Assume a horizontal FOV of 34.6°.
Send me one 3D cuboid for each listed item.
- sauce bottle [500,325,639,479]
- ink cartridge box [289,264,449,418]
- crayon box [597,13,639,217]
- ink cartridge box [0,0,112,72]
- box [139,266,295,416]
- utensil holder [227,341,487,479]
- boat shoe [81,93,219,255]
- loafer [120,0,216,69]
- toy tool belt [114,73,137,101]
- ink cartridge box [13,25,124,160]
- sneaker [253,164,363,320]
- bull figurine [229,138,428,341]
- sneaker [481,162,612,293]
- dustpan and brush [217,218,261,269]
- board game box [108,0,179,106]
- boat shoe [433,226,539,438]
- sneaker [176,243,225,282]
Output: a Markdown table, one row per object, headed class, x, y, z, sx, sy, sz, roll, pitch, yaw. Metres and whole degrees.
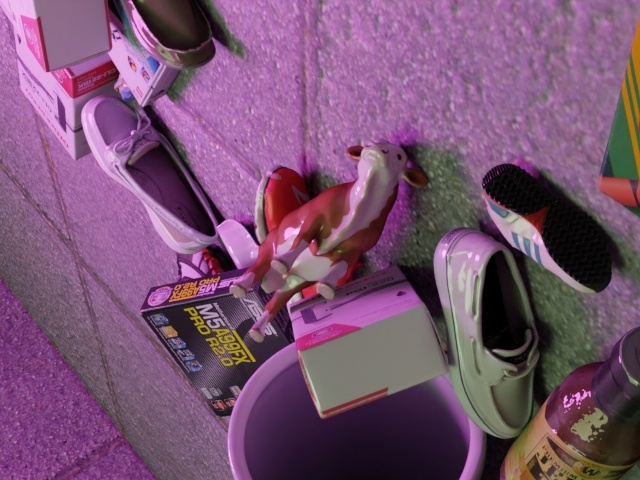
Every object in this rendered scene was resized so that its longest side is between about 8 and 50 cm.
| class | x | y | z | sx | sy | sz | roll | pitch | yaw |
| --- | --- | --- | --- | --- | --- | --- | --- | --- | --- |
| sauce bottle | 0.277 | 0.195 | 1.061 | 0.111 | 0.111 | 0.344 | 48 | 154 | 22 |
| ink cartridge box | 0.051 | 0.115 | 1.243 | 0.218 | 0.158 | 0.092 | -113 | 3 | -80 |
| crayon box | 0.310 | -0.109 | 0.684 | 0.202 | 0.081 | 0.318 | 42 | 150 | 33 |
| ink cartridge box | -0.426 | -0.421 | 1.519 | 0.283 | 0.117 | 0.207 | 51 | 154 | 29 |
| box | -0.132 | 0.170 | 1.664 | 0.216 | 0.060 | 0.270 | -11 | 128 | 25 |
| utensil holder | 0.064 | 0.364 | 1.415 | 0.327 | 0.327 | 0.385 | 39 | 152 | 36 |
| boat shoe | -0.285 | -0.119 | 1.761 | 0.320 | 0.118 | 0.103 | 57 | 150 | -6 |
| loafer | -0.231 | -0.342 | 1.415 | 0.251 | 0.094 | 0.087 | 52 | 159 | 13 |
| toy tool belt | -0.320 | -0.254 | 1.737 | 0.051 | 0.052 | 0.083 | 64 | 157 | 7 |
| ink cartridge box | -0.449 | -0.303 | 1.846 | 0.197 | 0.114 | 0.273 | 51 | 155 | 15 |
| sneaker | 0.000 | 0.016 | 1.427 | 0.118 | 0.107 | 0.279 | 4 | 127 | 39 |
| bull figurine | 0.000 | 0.000 | 1.226 | 0.101 | 0.188 | 0.310 | 42 | 144 | -3 |
| sneaker | 0.223 | -0.005 | 1.016 | 0.161 | 0.057 | 0.075 | 46 | 170 | 23 |
| dustpan and brush | -0.108 | 0.026 | 1.636 | 0.147 | 0.060 | 0.211 | 62 | 174 | -2 |
| board game box | -0.320 | -0.374 | 1.593 | 0.305 | 0.053 | 0.193 | 59 | 157 | -1 |
| boat shoe | 0.201 | 0.113 | 1.142 | 0.088 | 0.096 | 0.267 | 24 | 130 | 58 |
| sneaker | -0.217 | 0.089 | 1.816 | 0.276 | 0.135 | 0.098 | 49 | 160 | 49 |
